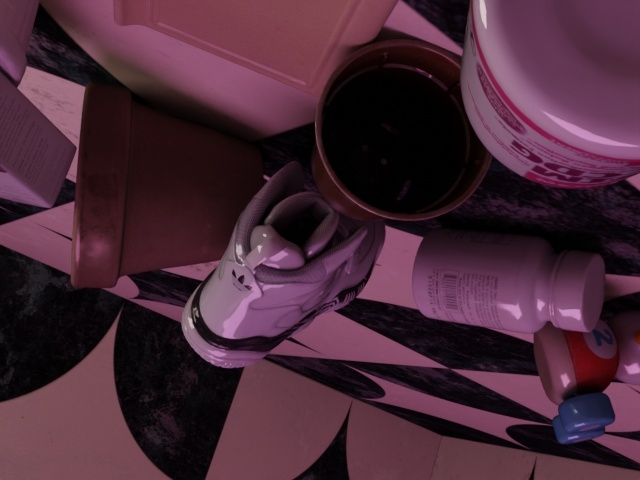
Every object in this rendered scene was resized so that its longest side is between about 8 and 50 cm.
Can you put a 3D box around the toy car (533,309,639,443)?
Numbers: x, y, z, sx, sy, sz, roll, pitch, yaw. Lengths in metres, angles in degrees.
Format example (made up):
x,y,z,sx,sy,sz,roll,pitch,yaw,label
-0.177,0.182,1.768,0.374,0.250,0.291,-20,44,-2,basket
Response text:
x,y,z,sx,sy,sz,roll,pitch,yaw,label
0.438,0.157,1.186,0.238,0.219,0.210,-14,156,6,toy car

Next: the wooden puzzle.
x,y,z,sx,sy,sz,roll,pitch,yaw,label
-0.063,-0.219,0.724,0.239,0.044,0.221,17,163,-9,wooden puzzle

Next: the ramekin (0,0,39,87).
x,y,z,sx,sy,sz,roll,pitch,yaw,label
-0.400,-0.263,0.781,0.273,0.127,0.273,17,163,5,ramekin

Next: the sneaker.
x,y,z,sx,sy,sz,roll,pitch,yaw,label
0.000,0.000,0.987,0.137,0.366,0.210,44,133,10,sneaker

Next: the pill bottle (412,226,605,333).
x,y,z,sx,sy,sz,roll,pitch,yaw,label
0.251,0.055,1.083,0.229,0.131,0.131,6,159,34,pill bottle

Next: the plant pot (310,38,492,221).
x,y,z,sx,sy,sz,roll,pitch,yaw,label
0.064,-0.092,0.803,0.167,0.166,0.165,21,171,-7,plant pot

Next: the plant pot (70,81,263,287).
x,y,z,sx,sy,sz,roll,pitch,yaw,label
-0.198,-0.063,1.052,0.230,0.262,0.263,4,166,-14,plant pot

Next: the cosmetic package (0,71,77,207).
x,y,z,sx,sy,sz,roll,pitch,yaw,label
-0.359,-0.121,0.822,0.118,0.085,0.231,12,164,16,cosmetic package

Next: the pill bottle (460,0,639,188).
x,y,z,sx,sy,sz,roll,pitch,yaw,label
0.168,-0.115,0.500,0.161,0.160,0.283,16,-178,8,pill bottle
